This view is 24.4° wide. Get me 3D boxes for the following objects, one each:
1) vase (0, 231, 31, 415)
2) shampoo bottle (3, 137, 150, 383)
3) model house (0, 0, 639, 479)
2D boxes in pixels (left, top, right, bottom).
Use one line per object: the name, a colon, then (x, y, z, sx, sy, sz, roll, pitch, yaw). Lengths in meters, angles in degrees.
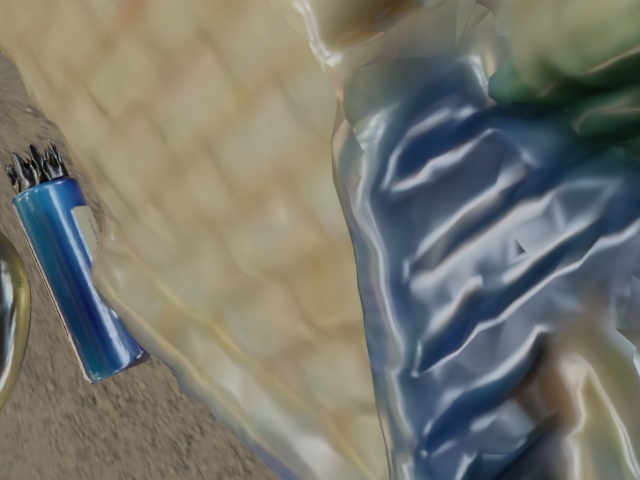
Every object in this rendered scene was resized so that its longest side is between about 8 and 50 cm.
vase: (-0.312, 0.113, 0.924, 0.329, 0.302, 0.241, -41, 142, 8)
shampoo bottle: (-0.185, 0.015, 1.109, 0.050, 0.087, 0.183, -24, 88, 9)
model house: (0.133, -0.135, 0.455, 0.395, 0.445, 0.400, -25, 87, -30)
